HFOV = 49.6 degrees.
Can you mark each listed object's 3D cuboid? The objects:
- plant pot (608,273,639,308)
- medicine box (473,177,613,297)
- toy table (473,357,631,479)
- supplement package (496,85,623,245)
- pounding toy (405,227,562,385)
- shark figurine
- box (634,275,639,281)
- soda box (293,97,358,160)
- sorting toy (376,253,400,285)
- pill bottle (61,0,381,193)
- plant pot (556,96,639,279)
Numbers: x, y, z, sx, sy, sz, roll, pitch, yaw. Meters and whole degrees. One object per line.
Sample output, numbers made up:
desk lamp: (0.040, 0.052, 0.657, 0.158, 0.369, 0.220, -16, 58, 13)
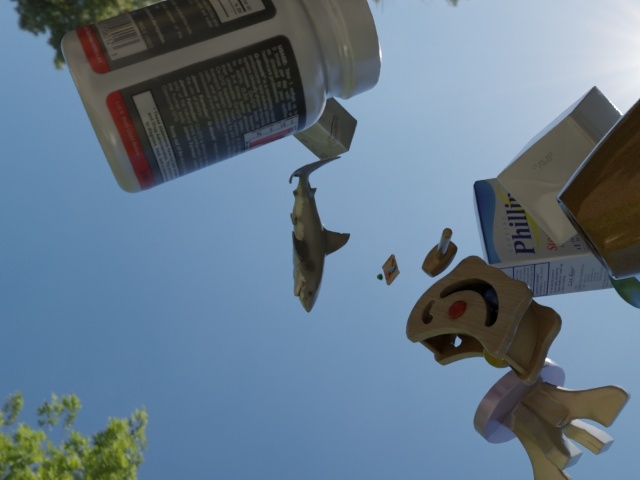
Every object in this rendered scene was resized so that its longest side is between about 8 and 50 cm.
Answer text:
plant pot: (0.701, 0.033, 1.320, 0.271, 0.255, 0.272, 4, -101, -19)
medicine box: (0.519, -0.018, 1.611, 0.289, 0.149, 0.264, -8, -130, 9)
toy table: (0.406, 0.325, 1.222, 0.274, 0.252, 0.161, -6, -146, -45)
supplement package: (0.493, -0.151, 1.327, 0.175, 0.177, 0.293, 48, -143, 3)
pounding toy: (0.182, 0.089, 0.950, 0.154, 0.155, 0.269, -51, -157, 1)
shark figurine: (-0.001, -0.028, 1.266, 0.116, 0.279, 0.166, -1, -163, -4)
box: (0.535, 0.052, 1.033, 0.072, 0.126, 0.137, -48, -122, 6)
soda box: (-0.047, -0.305, 1.544, 0.091, 0.286, 0.098, -16, -135, 44)
sorting toy: (0.169, 0.082, 1.756, 0.012, 0.083, 0.062, 11, -137, -27)
pill bottle: (-0.119, -0.216, 0.891, 0.362, 0.210, 0.210, -22, -130, -12)
plant pot: (0.407, -0.074, 0.776, 0.254, 0.237, 0.237, -35, -133, 13)
